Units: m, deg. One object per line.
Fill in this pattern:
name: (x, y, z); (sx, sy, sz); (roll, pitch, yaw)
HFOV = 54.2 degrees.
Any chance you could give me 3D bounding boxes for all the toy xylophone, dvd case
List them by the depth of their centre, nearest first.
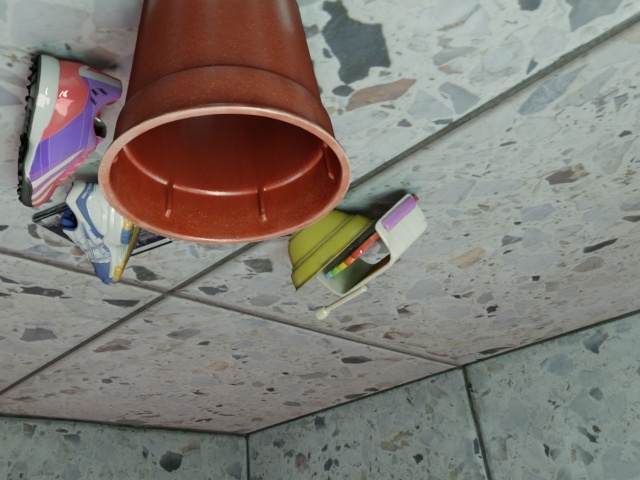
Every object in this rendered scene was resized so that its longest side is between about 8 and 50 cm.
dvd case: (-0.425, -0.023, 1.245); (0.165, 0.018, 0.221); (-18, 150, 19)
toy xylophone: (0.087, 0.038, 1.270); (0.236, 0.081, 0.323); (-41, 179, -40)

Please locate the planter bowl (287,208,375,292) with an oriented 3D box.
planter bowl: (0.000, 0.000, 1.254); (0.217, 0.090, 0.217); (-43, 178, -2)

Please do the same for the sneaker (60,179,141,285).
sneaker: (-0.406, -0.020, 1.154); (0.131, 0.111, 0.296); (19, 144, -11)

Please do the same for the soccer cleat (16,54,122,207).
soccer cleat: (-0.384, -0.143, 0.935); (0.117, 0.108, 0.318); (5, 149, -28)

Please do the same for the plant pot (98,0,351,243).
plant pot: (-0.115, -0.174, 0.750); (0.273, 0.264, 0.272); (-5, 152, -3)
